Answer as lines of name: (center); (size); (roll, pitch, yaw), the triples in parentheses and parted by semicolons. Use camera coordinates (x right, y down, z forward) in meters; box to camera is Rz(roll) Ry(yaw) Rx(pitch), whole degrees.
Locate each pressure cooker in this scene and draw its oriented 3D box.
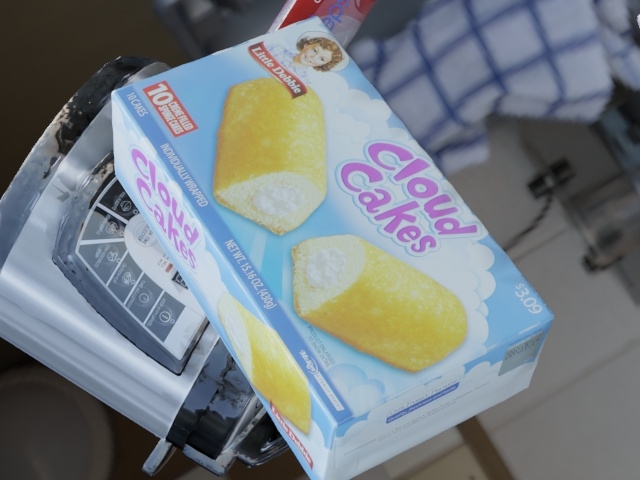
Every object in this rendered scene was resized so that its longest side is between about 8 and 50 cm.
pressure cooker: (-0.129, 0.033, 1.732); (0.420, 0.370, 0.375); (33, -137, 2)

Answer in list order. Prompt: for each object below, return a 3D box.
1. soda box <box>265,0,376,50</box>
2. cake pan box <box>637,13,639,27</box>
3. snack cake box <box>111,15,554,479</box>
soda box: (-0.021, -0.248, 1.947); (0.092, 0.263, 0.083); (34, 171, -11)
cake pan box: (0.481, -0.228, 1.510); (0.266, 0.246, 0.070); (26, -148, -28)
snack cake box: (0.000, 0.000, 0.933); (0.264, 0.152, 0.089); (54, 156, 27)
